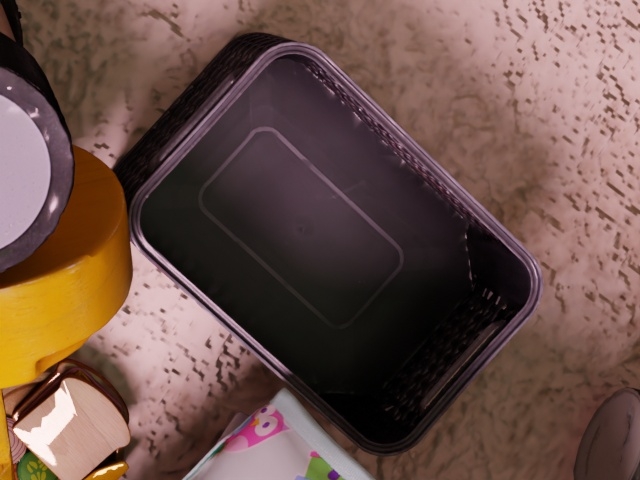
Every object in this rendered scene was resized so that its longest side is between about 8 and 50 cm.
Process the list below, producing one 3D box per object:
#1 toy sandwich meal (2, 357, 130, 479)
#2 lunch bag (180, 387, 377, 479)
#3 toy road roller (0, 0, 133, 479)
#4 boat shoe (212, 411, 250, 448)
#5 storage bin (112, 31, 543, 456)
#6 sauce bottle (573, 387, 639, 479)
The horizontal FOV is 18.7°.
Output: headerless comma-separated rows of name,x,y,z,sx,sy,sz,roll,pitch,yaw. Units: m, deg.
toy sandwich meal,-0.129,0.101,0.931,0.085,0.029,0.086,-2,99,-14
lunch bag,-0.005,0.223,0.847,0.223,0.160,0.262,-45,80,-3
toy road roller,-0.242,0.020,0.802,0.329,0.202,0.241,-11,117,-12
boat shoe,-0.080,0.162,0.940,0.063,0.066,0.184,42,94,4
storage bin,0.000,0.000,0.920,0.180,0.084,0.122,43,87,-15
sauce bottle,0.294,0.161,1.008,0.344,0.111,0.111,21,93,-14
